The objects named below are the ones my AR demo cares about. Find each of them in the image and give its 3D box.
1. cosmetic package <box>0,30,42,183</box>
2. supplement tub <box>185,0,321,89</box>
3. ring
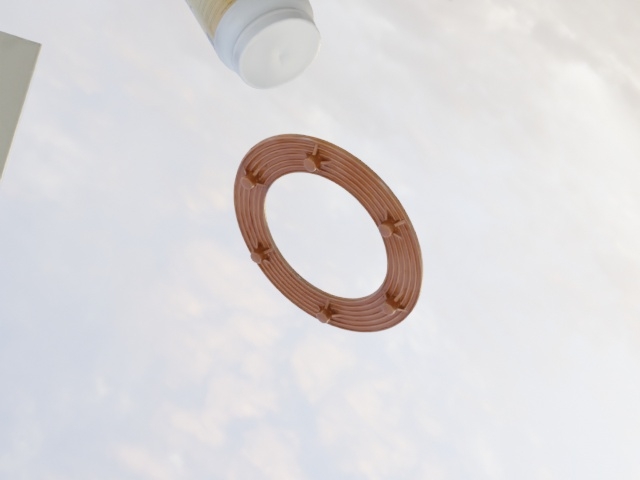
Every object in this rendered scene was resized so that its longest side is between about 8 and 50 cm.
[{"bbox_3d":[-0.517,-0.154,1.613,0.113,0.160,0.309,16,-96,-15],"label":"cosmetic package"},{"bbox_3d":[-0.097,-0.318,1.469,0.144,0.144,0.200,9,-139,-46],"label":"supplement tub"},{"bbox_3d":[0.000,0.000,1.564,0.336,0.336,0.032,46,-130,1],"label":"ring"}]
